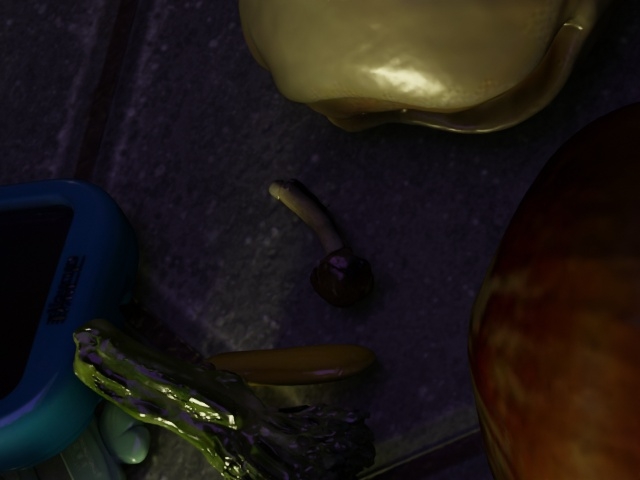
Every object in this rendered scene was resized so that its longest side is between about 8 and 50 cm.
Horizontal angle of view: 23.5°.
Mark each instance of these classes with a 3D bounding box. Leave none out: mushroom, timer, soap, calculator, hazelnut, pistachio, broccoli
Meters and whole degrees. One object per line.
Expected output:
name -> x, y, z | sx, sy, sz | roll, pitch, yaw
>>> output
mushroom -> 0.000, 0.000, 1.560 | 0.060, 0.061, 0.187 | -25, 47, -5
timer -> -0.348, 0.092, 1.592 | 0.309, 0.115, 0.340 | -7, 49, 21
soap -> -0.029, 0.121, 1.496 | 0.169, 0.089, 0.033 | -4, 95, 28
calculator -> -0.290, 0.263, 1.561 | 0.295, 0.042, 0.184 | -36, 58, 7
hazelnut -> 0.303, 0.110, 1.159 | 0.402, 0.402, 0.429 | 19, 113, 29
pistachio -> 0.121, -0.280, 1.519 | 0.446, 0.281, 0.365 | -26, 67, 26
broccoli -> -0.101, 0.168, 1.422 | 0.304, 0.145, 0.165 | 30, 85, 10
